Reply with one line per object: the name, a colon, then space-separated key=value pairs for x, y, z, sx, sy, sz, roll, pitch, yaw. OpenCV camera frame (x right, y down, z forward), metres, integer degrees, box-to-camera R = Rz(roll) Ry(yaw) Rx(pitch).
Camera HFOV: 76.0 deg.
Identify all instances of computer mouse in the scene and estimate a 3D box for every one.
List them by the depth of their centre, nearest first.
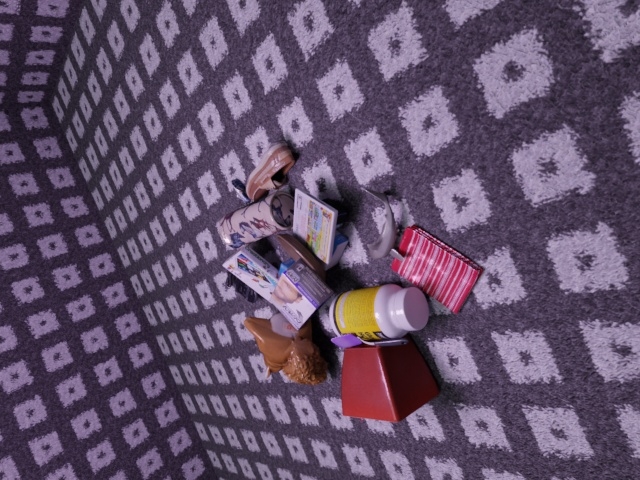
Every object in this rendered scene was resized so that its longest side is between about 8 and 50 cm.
computer mouse: x=-0.387 y=0.197 z=2.100 sx=0.262 sy=0.060 sz=0.184 roll=22 pitch=113 yaw=38

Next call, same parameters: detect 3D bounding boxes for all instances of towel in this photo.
towel: x=0.368 y=0.093 z=1.344 sx=0.275 sy=0.031 sz=0.199 roll=36 pitch=130 yaw=27

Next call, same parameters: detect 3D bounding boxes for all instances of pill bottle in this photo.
pill bottle: x=0.204 y=0.257 z=1.457 sx=0.334 sy=0.188 sz=0.188 roll=-18 pitch=95 yaw=47

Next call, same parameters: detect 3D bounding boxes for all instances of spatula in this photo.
spatula: x=0.172 y=0.347 z=1.404 sx=0.296 sy=0.030 sz=0.084 roll=-11 pitch=139 yaw=40

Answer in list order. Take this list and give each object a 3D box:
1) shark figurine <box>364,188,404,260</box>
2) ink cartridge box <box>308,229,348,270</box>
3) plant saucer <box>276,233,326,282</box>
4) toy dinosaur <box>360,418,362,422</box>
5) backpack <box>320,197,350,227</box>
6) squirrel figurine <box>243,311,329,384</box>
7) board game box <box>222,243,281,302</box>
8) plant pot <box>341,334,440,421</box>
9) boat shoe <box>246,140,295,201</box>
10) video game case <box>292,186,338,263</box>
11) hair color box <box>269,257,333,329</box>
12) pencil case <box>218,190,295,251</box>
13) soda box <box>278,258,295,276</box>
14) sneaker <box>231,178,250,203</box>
shark figurine: x=0.199 y=-0.025 z=1.368 sx=0.166 sy=0.116 sz=0.278 roll=44 pitch=141 yaw=49
ink cartridge box: x=0.000 y=0.000 z=1.616 sx=0.190 sy=0.082 sz=0.140 roll=44 pitch=133 yaw=23
plant saucer: x=-0.071 y=0.069 z=1.652 sx=0.278 sy=0.041 sz=0.278 roll=43 pitch=168 yaw=11
toy dinosaur: x=0.155 y=0.741 z=1.809 sx=0.082 sy=0.090 sz=0.047 roll=25 pitch=113 yaw=-4
backpack: x=0.035 y=-0.098 z=1.524 sx=0.114 sy=0.105 sz=0.084 roll=38 pitch=130 yaw=28
squirrel figurine: x=-0.153 y=0.522 z=1.868 sx=0.397 sy=0.281 sz=0.370 roll=43 pitch=139 yaw=25
board game box: x=-0.280 y=0.160 z=1.879 sx=0.305 sy=0.053 sz=0.193 roll=41 pitch=138 yaw=-16
plant pot: x=0.232 y=0.483 z=1.501 sx=0.267 sy=0.267 sz=0.236 roll=-18 pitch=82 yaw=46
boat shoe: x=-0.206 y=-0.257 z=1.676 sx=0.116 sy=0.123 sz=0.324 roll=51 pitch=136 yaw=12
video game case: x=-0.025 y=-0.055 z=1.515 sx=0.206 sy=0.026 sz=0.227 roll=35 pitch=134 yaw=35
hair color box: x=-0.087 y=0.224 z=1.643 sx=0.185 sy=0.110 sz=0.339 roll=46 pitch=150 yaw=9
pencil case: x=-0.262 y=-0.078 z=1.764 sx=0.410 sy=0.160 sz=0.183 roll=-17 pitch=110 yaw=43
soda box: x=-0.084 y=0.172 z=1.783 sx=0.210 sy=0.067 sz=0.071 roll=38 pitch=131 yaw=26
sneaker: x=-0.375 y=-0.224 z=1.901 sx=0.135 sy=0.052 sz=0.058 roll=52 pitch=139 yaw=14
